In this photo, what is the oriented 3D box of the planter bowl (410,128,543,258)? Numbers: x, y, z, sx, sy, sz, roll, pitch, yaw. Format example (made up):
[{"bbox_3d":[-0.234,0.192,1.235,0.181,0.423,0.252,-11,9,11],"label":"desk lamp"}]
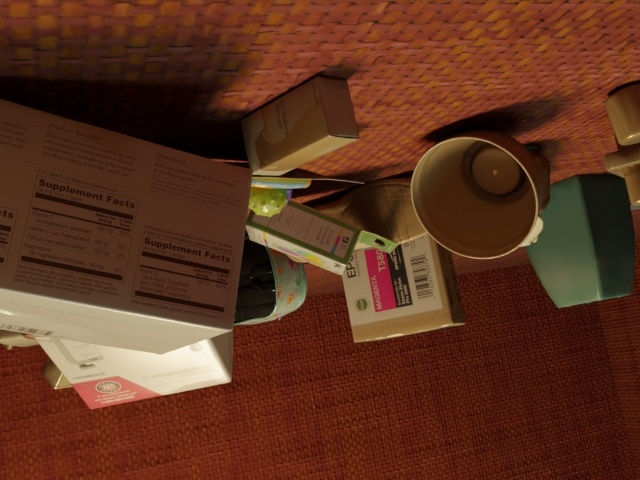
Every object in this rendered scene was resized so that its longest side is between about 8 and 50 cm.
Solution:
[{"bbox_3d":[0.210,-0.073,0.949,0.162,0.162,0.109,-18,-164,39],"label":"planter bowl"}]

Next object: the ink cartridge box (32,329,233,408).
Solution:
[{"bbox_3d":[-0.246,0.072,0.928,0.207,0.117,0.283,-11,135,5],"label":"ink cartridge box"}]

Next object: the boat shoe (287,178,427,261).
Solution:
[{"bbox_3d":[0.074,-0.034,1.180,0.285,0.103,0.092,-18,-179,27],"label":"boat shoe"}]

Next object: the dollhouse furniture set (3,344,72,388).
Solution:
[{"bbox_3d":[-0.456,0.114,1.292,0.212,0.242,0.161,6,117,-59],"label":"dollhouse furniture set"}]

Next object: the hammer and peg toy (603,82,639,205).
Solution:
[{"bbox_3d":[0.515,-0.128,0.961,0.266,0.127,0.361,-16,170,32],"label":"hammer and peg toy"}]

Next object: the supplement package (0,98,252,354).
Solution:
[{"bbox_3d":[-0.222,-0.001,0.640,0.261,0.145,0.204,15,161,-25],"label":"supplement package"}]

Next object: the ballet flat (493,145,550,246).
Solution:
[{"bbox_3d":[0.322,-0.055,1.215,0.116,0.124,0.342,-11,171,7],"label":"ballet flat"}]

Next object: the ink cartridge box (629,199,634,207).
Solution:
[{"bbox_3d":[0.685,-0.099,1.579,0.135,0.056,0.099,-10,172,-8],"label":"ink cartridge box"}]

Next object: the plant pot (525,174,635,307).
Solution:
[{"bbox_3d":[0.513,0.006,1.472,0.165,0.234,0.165,-5,170,-37],"label":"plant pot"}]

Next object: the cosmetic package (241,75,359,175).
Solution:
[{"bbox_3d":[-0.022,-0.106,0.707,0.041,0.060,0.115,-4,168,-44],"label":"cosmetic package"}]

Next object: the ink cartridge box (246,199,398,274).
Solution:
[{"bbox_3d":[0.000,0.000,1.081,0.209,0.062,0.109,21,170,2],"label":"ink cartridge box"}]

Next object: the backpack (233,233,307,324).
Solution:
[{"bbox_3d":[-0.105,0.068,1.367,0.144,0.166,0.188,-5,173,-37],"label":"backpack"}]

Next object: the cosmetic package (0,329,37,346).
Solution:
[{"bbox_3d":[-0.324,0.059,1.118,0.296,0.153,0.129,-11,170,-3],"label":"cosmetic package"}]

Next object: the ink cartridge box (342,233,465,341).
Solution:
[{"bbox_3d":[0.139,0.054,1.343,0.193,0.235,0.088,-15,170,24],"label":"ink cartridge box"}]

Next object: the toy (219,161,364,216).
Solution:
[{"bbox_3d":[-0.083,-0.058,0.814,0.237,0.056,0.137,3,-169,-45],"label":"toy"}]
